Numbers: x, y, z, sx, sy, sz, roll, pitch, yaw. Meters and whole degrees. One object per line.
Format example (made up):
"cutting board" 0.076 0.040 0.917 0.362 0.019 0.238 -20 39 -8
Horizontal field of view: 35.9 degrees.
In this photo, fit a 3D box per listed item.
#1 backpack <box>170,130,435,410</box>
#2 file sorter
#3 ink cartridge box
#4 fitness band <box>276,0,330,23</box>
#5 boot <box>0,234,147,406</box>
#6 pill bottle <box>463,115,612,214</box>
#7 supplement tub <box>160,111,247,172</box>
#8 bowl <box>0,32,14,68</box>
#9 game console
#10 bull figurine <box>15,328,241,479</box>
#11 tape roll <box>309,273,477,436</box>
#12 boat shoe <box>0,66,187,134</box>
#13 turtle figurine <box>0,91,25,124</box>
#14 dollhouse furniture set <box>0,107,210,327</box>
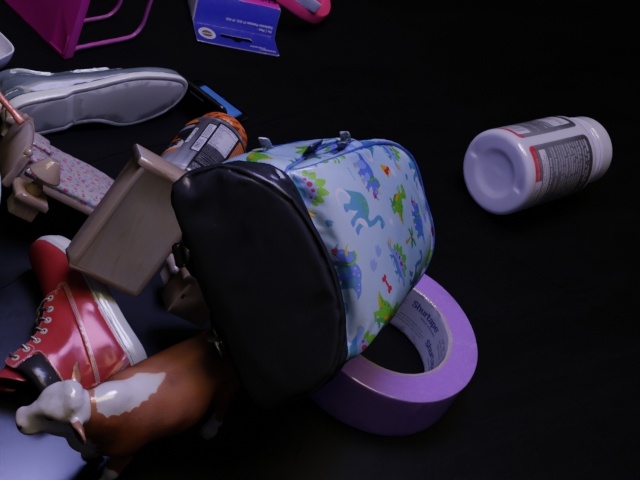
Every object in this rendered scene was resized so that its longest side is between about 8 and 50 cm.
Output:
"backpack" 0.000 0.000 1.225 0.355 0.273 0.290 -48 118 -78
"file sorter" -0.447 -0.501 1.751 0.291 0.202 0.182 44 39 18
"ink cartridge box" -0.190 -0.524 2.026 0.176 0.069 0.371 6 47 -25
"fitness band" -0.087 -0.562 2.047 0.291 0.054 0.209 31 29 -37
"boot" -0.353 0.104 1.251 0.176 0.088 0.244 -18 61 -39
"pill bottle" 0.422 -0.151 1.892 0.283 0.161 0.161 -15 56 -39
"supplement tub" -0.189 -0.117 1.549 0.117 0.117 0.190 27 39 -1
"bowl" -0.581 -0.306 1.580 0.142 0.053 0.142 39 41 14
"game console" -0.192 -0.255 1.733 0.122 0.107 0.071 37 69 12
"bull figurine" -0.207 0.197 1.150 0.310 0.188 0.101 -18 57 -41
"tape roll" 0.088 0.147 1.446 0.275 0.090 0.274 15 42 -15
"boat shoe" -0.368 -0.248 1.591 0.319 0.116 0.099 -15 60 -33
"turtle figurine" -0.537 -0.210 1.401 0.270 0.087 0.217 24 1 -7
"dollhouse furniture set" -0.266 -0.090 1.381 0.303 0.174 0.355 30 16 -32
